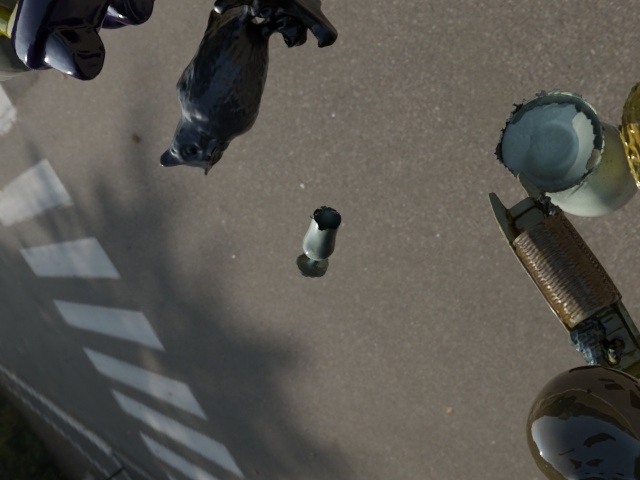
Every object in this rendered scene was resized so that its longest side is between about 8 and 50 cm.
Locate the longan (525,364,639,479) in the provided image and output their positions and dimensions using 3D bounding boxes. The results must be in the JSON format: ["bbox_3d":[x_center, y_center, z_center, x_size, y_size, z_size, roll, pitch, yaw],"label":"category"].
[{"bbox_3d":[0.209,0.151,0.509,0.106,0.119,0.106,6,129,8],"label":"longan"}]

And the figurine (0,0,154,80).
[{"bbox_3d":[-0.320,-0.248,0.585,0.421,0.154,0.193,30,136,15],"label":"figurine"}]

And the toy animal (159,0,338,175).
[{"bbox_3d":[-0.099,-0.167,0.644,0.210,0.121,0.117,-51,50,18],"label":"toy animal"}]

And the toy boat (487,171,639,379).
[{"bbox_3d":[0.330,0.049,0.902,0.310,0.089,0.115,63,-170,20],"label":"toy boat"}]

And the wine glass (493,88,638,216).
[{"bbox_3d":[0.467,-0.146,1.239,0.190,0.357,0.190,-4,83,37],"label":"wine glass"}]

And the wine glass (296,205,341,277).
[{"bbox_3d":[0.000,0.000,0.721,0.039,0.042,0.083,47,143,27],"label":"wine glass"}]

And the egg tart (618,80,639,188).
[{"bbox_3d":[0.622,-0.154,1.091,0.294,0.294,0.123,45,178,18],"label":"egg tart"}]
